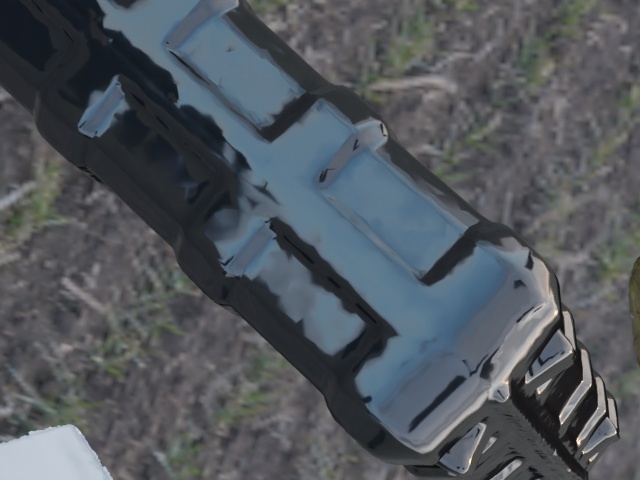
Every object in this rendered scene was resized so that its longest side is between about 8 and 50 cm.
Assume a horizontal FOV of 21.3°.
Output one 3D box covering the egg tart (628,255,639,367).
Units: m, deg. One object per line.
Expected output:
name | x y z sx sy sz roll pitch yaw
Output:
egg tart | 0.261 0.078 1.028 0.294 0.123 0.294 -11 90 -85

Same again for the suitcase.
suitcase | 0.000 0.000 0.548 0.066 0.206 0.285 -47 162 0

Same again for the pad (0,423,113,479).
pad | -0.134 0.198 0.854 0.004 0.156 0.232 -76 143 -59
